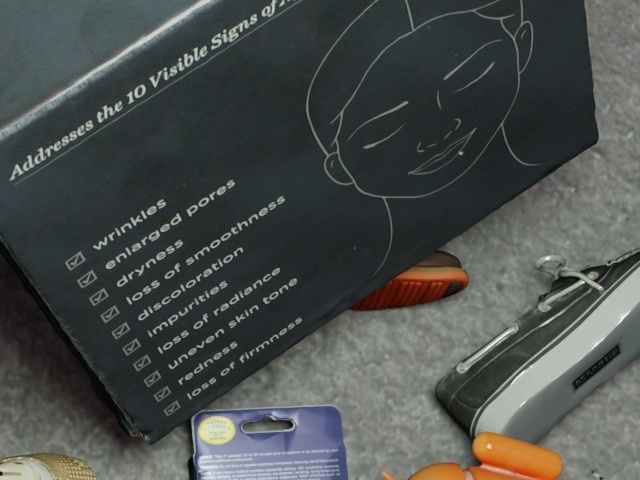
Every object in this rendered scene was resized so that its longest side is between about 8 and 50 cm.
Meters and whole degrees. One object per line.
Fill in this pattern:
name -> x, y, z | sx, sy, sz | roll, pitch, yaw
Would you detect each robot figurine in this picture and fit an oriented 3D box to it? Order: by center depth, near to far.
robot figurine -> 0.149, 0.261, 1.625 | 0.219, 0.158, 0.128 | 12, 37, -8

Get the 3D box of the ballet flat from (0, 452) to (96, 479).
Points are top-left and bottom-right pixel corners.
ballet flat -> -0.284, 0.215, 1.579 | 0.206, 0.067, 0.073 | -11, 75, -15

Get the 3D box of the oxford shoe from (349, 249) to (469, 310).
oxford shoe -> 0.000, 0.000, 1.692 | 0.271, 0.097, 0.098 | 7, 68, -9

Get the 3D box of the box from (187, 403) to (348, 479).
box -> -0.039, 0.255, 1.634 | 0.136, 0.036, 0.225 | -1, 75, -13

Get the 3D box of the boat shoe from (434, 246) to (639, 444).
boat shoe -> 0.236, 0.066, 1.715 | 0.306, 0.113, 0.105 | -41, 59, -8

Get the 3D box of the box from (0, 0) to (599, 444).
box -> -0.068, -0.160, 1.451 | 0.480, 0.471, 0.297 | -34, 63, -7
